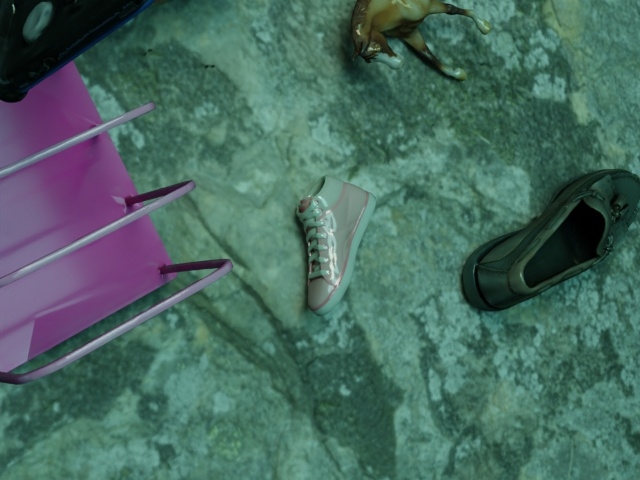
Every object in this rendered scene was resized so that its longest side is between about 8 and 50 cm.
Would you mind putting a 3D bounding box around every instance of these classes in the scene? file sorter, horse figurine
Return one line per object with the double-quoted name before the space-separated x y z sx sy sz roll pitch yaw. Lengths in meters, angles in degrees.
"file sorter" -0.224 -0.059 0.856 0.202 0.182 0.291 -30 101 -29
"horse figurine" 0.104 -0.282 1.143 0.174 0.066 0.263 14 81 -35

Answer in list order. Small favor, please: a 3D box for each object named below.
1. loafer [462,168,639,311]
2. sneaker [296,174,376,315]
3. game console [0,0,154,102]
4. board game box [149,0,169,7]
"loafer" 0.271 -0.001 1.202 0.267 0.084 0.096 -31 101 -29
"sneaker" 0.000 0.000 1.062 0.070 0.051 0.134 30 68 -23
"game console" -0.210 -0.255 0.710 0.173 0.250 0.293 28 55 -36
"board game box" -0.156 -0.347 0.947 0.144 0.142 0.275 -26 99 -30
